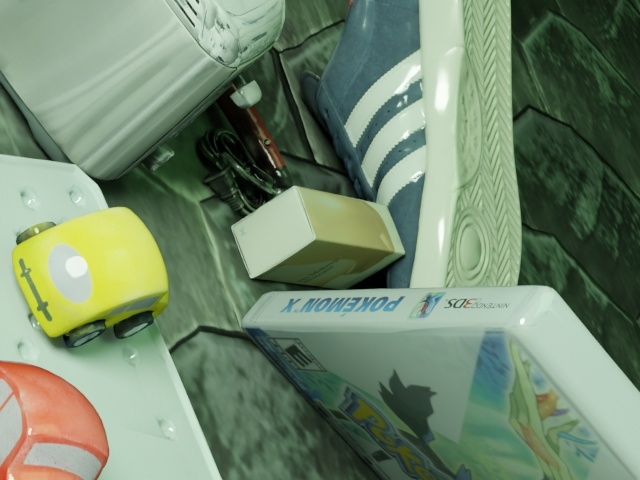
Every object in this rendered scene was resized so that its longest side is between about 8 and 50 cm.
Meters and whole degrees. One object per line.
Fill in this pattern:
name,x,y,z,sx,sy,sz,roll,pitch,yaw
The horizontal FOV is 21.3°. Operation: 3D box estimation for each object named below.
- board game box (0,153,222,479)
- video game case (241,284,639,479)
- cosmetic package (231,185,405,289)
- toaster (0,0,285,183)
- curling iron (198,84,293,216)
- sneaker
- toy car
board game box,-0.166,0.132,0.723,0.390,0.050,0.390,5,57,-59
video game case,0.130,0.152,0.992,0.329,0.300,0.036,49,67,-19
cosmetic package,0.000,0.000,1.141,0.115,0.060,0.041,8,56,-55
toaster,-0.127,-0.157,0.992,0.227,0.146,0.129,56,26,-5
curling iron,-0.089,-0.137,1.159,0.068,0.035,0.274,1,62,-60
sneaker,0.058,-0.063,1.258,0.131,0.148,0.350,20,70,-58
toy car,-0.155,0.004,0.763,0.225,0.053,0.239,48,27,-20
